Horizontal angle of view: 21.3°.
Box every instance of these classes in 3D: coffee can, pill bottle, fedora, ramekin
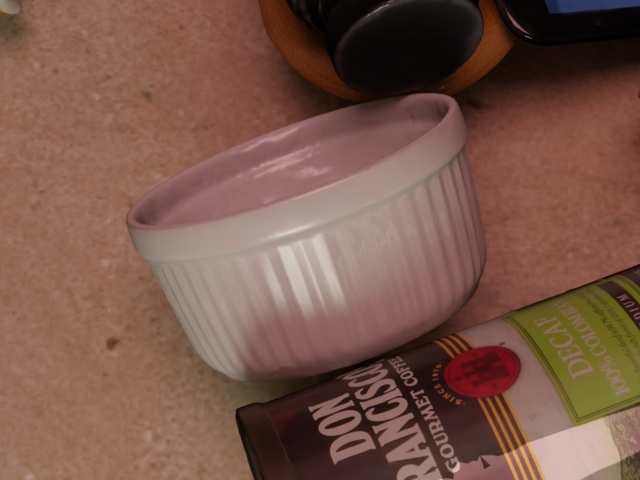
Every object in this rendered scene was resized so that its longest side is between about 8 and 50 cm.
[{"bbox_3d":[0.116,0.138,0.922,0.275,0.201,0.201,-20,63,-7],"label":"coffee can"},{"bbox_3d":[0.024,-0.203,1.058,0.123,0.123,0.219,-15,59,-4],"label":"pill bottle"},{"bbox_3d":[0.050,-0.154,1.145,0.194,0.079,0.194,-2,58,3],"label":"fedora"},{"bbox_3d":[0.000,0.000,1.004,0.207,0.207,0.109,-22,104,-7],"label":"ramekin"}]

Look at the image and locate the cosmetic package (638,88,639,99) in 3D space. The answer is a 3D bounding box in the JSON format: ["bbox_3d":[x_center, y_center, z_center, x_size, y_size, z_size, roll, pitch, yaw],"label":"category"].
[{"bbox_3d":[0.441,-0.184,1.060,0.230,0.161,0.453,44,72,5],"label":"cosmetic package"}]

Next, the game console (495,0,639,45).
[{"bbox_3d":[0.237,-0.285,1.114,0.293,0.250,0.173,-8,35,-21],"label":"game console"}]

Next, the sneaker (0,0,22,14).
[{"bbox_3d":[-0.182,-0.293,1.209,0.127,0.126,0.321,27,78,21],"label":"sneaker"}]
